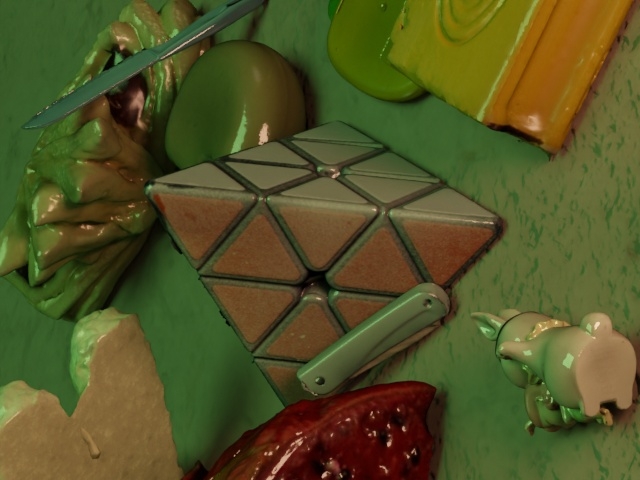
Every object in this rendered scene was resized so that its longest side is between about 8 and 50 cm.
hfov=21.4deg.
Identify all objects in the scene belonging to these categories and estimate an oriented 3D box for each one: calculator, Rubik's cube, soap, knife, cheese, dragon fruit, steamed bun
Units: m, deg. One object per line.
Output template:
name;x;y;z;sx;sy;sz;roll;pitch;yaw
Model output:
calculator;0.064;-0.216;1.658;0.235;0.032;0.146;41;110;54
Rubik's cube;-0.001;0.002;1.551;0.228;0.233;0.229;51;169;12
soap;0.184;-0.253;1.433;0.204;0.096;0.324;40;109;55
knife;0.049;0.090;1.507;0.162;0.044;0.023;-36;20;25
cheese;-0.086;-0.120;1.787;0.202;0.091;0.175;46;115;55
dragon fruit;-0.048;0.297;1.481;0.240;0.302;0.330;61;146;12
knife;-0.193;-0.201;1.870;0.313;0.019;0.044;-32;40;-14
steamed bun;-0.271;-0.075;1.972;0.428;0.189;0.247;-60;42;19

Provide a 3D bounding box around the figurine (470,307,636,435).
figurine;0.168;0.101;1.307;0.146;0.081;0.098;2;77;57

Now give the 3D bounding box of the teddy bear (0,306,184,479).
teddy bear;-0.323;0.247;1.783;0.362;0.375;0.327;10;41;40
